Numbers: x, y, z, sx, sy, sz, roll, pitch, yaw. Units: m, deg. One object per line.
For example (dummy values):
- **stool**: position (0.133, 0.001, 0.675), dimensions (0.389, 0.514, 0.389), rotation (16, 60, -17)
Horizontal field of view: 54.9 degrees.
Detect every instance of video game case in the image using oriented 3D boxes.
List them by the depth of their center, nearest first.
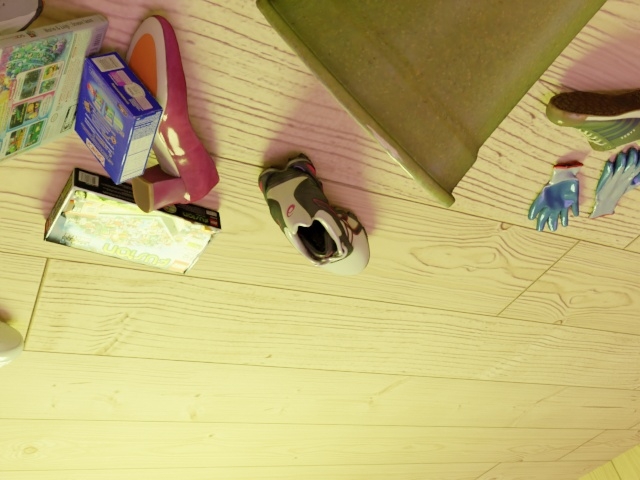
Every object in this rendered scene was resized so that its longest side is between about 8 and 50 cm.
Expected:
- **video game case**: position (-0.287, -0.148, 0.621), dimensions (0.019, 0.143, 0.157), rotation (39, 127, 2)

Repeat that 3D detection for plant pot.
- **plant pot**: position (0.124, -0.217, 0.589), dimensions (0.254, 0.276, 0.276), rotation (-43, 134, 13)

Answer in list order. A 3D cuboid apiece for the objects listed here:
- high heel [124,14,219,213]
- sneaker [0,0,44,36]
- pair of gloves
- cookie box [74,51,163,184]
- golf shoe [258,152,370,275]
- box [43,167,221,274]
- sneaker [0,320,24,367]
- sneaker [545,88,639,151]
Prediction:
- **high heel**: position (-0.160, -0.145, 0.722), dimensions (0.117, 0.082, 0.244), rotation (-28, 137, -41)
- **sneaker**: position (-0.382, -0.221, 0.527), dimensions (0.263, 0.099, 0.121), rotation (-12, 124, -17)
- **pair of gloves**: position (0.444, -0.080, 1.013), dimensions (0.198, 0.023, 0.159), rotation (-10, 141, -5)
- **cookie box**: position (-0.222, -0.131, 0.670), dimensions (0.040, 0.092, 0.107), rotation (-29, 163, -41)
- **golf shoe**: position (0.000, 0.000, 0.891), dimensions (0.105, 0.120, 0.273), rotation (-28, 141, 13)
- **box**: position (-0.254, -0.020, 0.848), dimensions (0.207, 0.036, 0.114), rotation (17, 131, -33)
- **sneaker**: position (-0.535, 0.119, 0.890), dimensions (0.095, 0.090, 0.235), rotation (-44, 135, 18)
- **sneaker**: position (0.397, -0.160, 0.868), dimensions (0.192, 0.064, 0.086), rotation (-7, 135, -15)
